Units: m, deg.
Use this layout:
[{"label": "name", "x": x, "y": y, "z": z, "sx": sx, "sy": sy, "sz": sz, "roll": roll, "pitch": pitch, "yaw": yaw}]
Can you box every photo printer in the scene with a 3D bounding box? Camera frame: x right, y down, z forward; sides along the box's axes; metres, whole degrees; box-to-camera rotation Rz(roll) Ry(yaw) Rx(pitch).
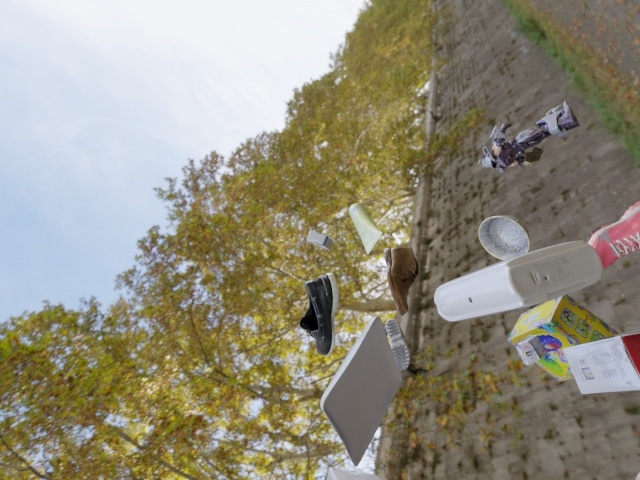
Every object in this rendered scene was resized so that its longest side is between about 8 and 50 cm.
[{"label": "photo printer", "x": 0.433, "y": 0.105, "z": 0.952, "sx": 0.256, "sy": 0.307, "sz": 0.107, "roll": -13, "pitch": -104, "yaw": -19}]

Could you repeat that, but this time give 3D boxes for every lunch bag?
[{"label": "lunch bag", "x": 0.688, "y": 0.359, "z": 1.335, "sx": 0.083, "sy": 0.053, "sz": 0.071, "roll": -23, "pitch": -98, "yaw": -18}]

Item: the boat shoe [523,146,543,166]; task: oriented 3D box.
[{"label": "boat shoe", "x": 0.730, "y": -0.281, "z": 1.408, "sx": 0.050, "sy": 0.045, "sz": 0.135, "roll": 36, "pitch": -132, "yaw": 26}]

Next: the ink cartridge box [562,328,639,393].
[{"label": "ink cartridge box", "x": 0.852, "y": 0.284, "z": 1.027, "sx": 0.310, "sy": 0.271, "sz": 0.130, "roll": -9, "pitch": -112, "yaw": -12}]

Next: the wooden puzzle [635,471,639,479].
[{"label": "wooden puzzle", "x": 0.818, "y": 0.640, "z": 0.758, "sx": 0.081, "sy": 0.322, "sz": 0.347, "roll": -23, "pitch": -84, "yaw": -40}]

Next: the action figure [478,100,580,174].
[{"label": "action figure", "x": 0.609, "y": -0.297, "z": 1.222, "sx": 0.185, "sy": 0.285, "sz": 0.099, "roll": 16, "pitch": -125, "yaw": -45}]

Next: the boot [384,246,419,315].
[{"label": "boot", "x": 0.303, "y": 0.133, "z": 1.481, "sx": 0.305, "sy": 0.115, "sz": 0.112, "roll": -87, "pitch": -20, "yaw": -45}]

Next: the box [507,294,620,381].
[{"label": "box", "x": 1.022, "y": 0.415, "z": 1.724, "sx": 0.279, "sy": 0.290, "sz": 0.177, "roll": 39, "pitch": -119, "yaw": 10}]

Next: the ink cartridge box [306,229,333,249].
[{"label": "ink cartridge box", "x": 0.000, "y": 0.000, "z": 1.932, "sx": 0.052, "sy": 0.089, "sz": 0.122, "roll": -69, "pitch": -22, "yaw": -6}]

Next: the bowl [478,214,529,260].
[{"label": "bowl", "x": 0.629, "y": -0.023, "z": 1.366, "sx": 0.080, "sy": 0.170, "sz": 0.170, "roll": -35, "pitch": -88, "yaw": -31}]

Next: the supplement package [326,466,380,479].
[{"label": "supplement package", "x": 0.116, "y": 1.003, "z": 1.462, "sx": 0.200, "sy": 0.198, "sz": 0.262, "roll": 15, "pitch": -99, "yaw": -10}]

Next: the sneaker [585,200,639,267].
[{"label": "sneaker", "x": 1.006, "y": -0.015, "z": 1.322, "sx": 0.116, "sy": 0.314, "sz": 0.136, "roll": 48, "pitch": -177, "yaw": -14}]

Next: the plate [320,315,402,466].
[{"label": "plate", "x": 0.104, "y": 0.373, "z": 1.026, "sx": 0.278, "sy": 0.045, "sz": 0.277, "roll": -50, "pitch": -48, "yaw": -36}]

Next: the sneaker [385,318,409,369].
[{"label": "sneaker", "x": 0.437, "y": 0.568, "z": 2.248, "sx": 0.115, "sy": 0.105, "sz": 0.281, "roll": 13, "pitch": -113, "yaw": -68}]

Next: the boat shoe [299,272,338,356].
[{"label": "boat shoe", "x": -0.013, "y": 0.260, "z": 1.352, "sx": 0.113, "sy": 0.339, "sz": 0.127, "roll": -8, "pitch": -141, "yaw": -17}]

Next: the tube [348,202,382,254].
[{"label": "tube", "x": 0.158, "y": -0.051, "z": 1.450, "sx": 0.240, "sy": 0.062, "sz": 0.070, "roll": -110, "pitch": 3, "yaw": -56}]
